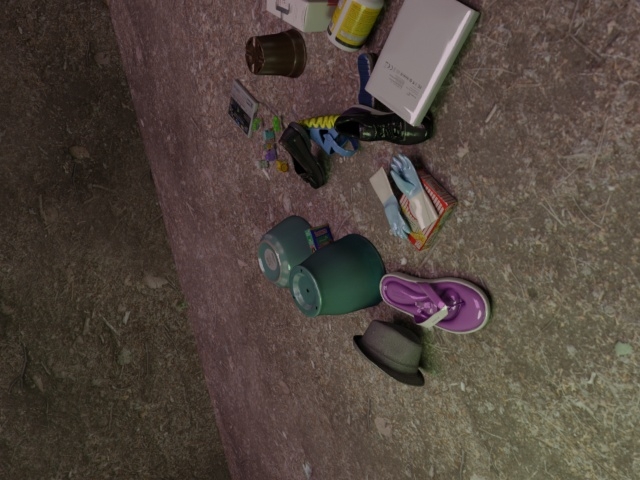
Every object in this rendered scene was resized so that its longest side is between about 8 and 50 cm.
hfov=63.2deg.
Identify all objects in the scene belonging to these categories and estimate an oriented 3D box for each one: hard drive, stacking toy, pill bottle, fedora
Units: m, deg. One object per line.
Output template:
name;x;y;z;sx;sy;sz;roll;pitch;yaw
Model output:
hard drive;0.251;-0.484;1.349;0.203;0.040;0.308;46;127;29
stacking toy;-0.201;-0.386;2.092;0.167;0.052;0.221;14;113;50
pill bottle;0.107;-0.654;1.468;0.119;0.119;0.208;59;144;20
fedora;0.237;0.340;1.671;0.275;0.243;0.124;34;102;54

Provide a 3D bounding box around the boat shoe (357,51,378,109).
boat shoe;0.154;-0.458;1.531;0.066;0.066;0.183;27;132;43

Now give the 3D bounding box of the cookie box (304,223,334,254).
cookie box;0.000;0.000;1.931;0.040;0.091;0.107;-22;86;53

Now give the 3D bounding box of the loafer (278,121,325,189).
loafer;-0.070;-0.273;1.793;0.109;0.095;0.303;33;161;33

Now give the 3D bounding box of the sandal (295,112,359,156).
sandal;0.021;-0.347;1.728;0.317;0.126;0.138;14;120;53

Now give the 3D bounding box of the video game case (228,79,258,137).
video game case;-0.333;-0.563;2.223;0.190;0.022;0.173;50;140;29

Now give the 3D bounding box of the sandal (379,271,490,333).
sandal;0.315;0.193;1.556;0.416;0.102;0.170;5;108;54

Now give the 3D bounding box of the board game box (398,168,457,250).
board game box;0.295;-0.088;1.512;0.147;0.045;0.194;52;141;28

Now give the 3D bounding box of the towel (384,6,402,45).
towel;0.228;-0.550;1.422;0.110;0.027;0.148;53;142;25

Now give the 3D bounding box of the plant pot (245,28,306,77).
plant pot;-0.163;-0.647;1.815;0.167;0.165;0.167;29;127;47

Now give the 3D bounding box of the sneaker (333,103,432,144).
sneaker;0.171;-0.310;1.472;0.283;0.124;0.107;14;126;31

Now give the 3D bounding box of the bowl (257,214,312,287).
bowl;-0.143;0.067;2.103;0.311;0.163;0.312;29;128;46

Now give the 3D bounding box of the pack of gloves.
pack of gloves;0.224;-0.123;1.518;0.195;0.046;0.232;-41;68;54

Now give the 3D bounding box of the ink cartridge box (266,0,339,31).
ink cartridge box;-0.046;-0.729;1.617;0.218;0.158;0.092;46;138;35

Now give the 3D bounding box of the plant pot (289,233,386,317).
plant pot;0.042;0.137;1.786;0.271;0.255;0.272;28;125;47
